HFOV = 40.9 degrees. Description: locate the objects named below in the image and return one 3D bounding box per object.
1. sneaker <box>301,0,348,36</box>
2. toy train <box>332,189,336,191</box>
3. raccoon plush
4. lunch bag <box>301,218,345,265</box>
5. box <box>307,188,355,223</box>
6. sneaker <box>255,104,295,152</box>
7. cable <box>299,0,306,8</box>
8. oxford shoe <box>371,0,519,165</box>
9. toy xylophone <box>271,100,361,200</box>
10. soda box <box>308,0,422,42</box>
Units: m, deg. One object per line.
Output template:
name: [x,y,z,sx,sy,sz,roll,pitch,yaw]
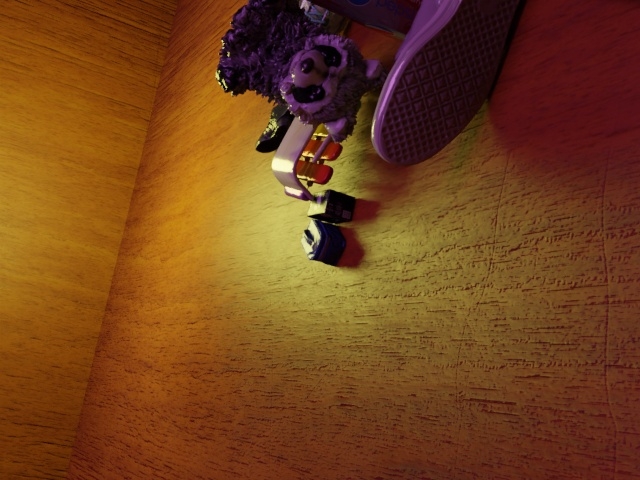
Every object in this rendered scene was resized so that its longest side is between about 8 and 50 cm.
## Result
sneaker: [-0.021,-0.467,1.948,0.283,0.110,0.122,-62,-2,27]
toy train: [0.011,-0.080,1.813,0.083,0.017,0.024,-44,28,47]
raccoon plush: [0.007,-0.345,1.667,0.216,0.299,0.446,-63,-10,25]
lunch bag: [0.000,0.000,1.729,0.067,0.065,0.098,-64,28,20]
box: [0.021,-0.068,1.730,0.083,0.062,0.052,-6,69,63]
sneaker: [-0.106,-0.291,2.139,0.170,0.051,0.089,-35,45,46]
cable: [-0.029,-0.578,2.103,0.257,0.089,0.257,-13,64,61]
oxford shoe: [0.208,-0.328,1.394,0.130,0.169,0.449,27,93,61]
toy xylophone: [0.015,-0.228,1.738,0.323,0.081,0.236,-58,26,3]
soda box: [0.091,-0.446,1.577,0.083,0.263,0.092,23,95,63]
